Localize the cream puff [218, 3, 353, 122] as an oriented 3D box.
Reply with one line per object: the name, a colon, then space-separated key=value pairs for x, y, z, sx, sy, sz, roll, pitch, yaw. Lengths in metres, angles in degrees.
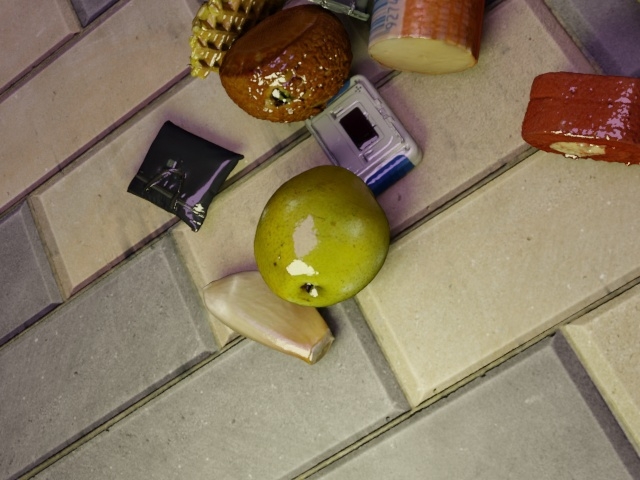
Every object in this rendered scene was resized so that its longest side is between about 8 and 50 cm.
cream puff: x=-0.061 y=-0.370 z=1.820 sx=0.303 sy=0.212 sz=0.303 roll=-23 pitch=31 yaw=15

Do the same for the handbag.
handbag: x=-0.326 y=-0.155 z=1.996 sx=0.254 sy=0.088 sz=0.211 roll=27 pitch=83 yaw=28

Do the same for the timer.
timer: x=0.088 y=-0.228 z=1.834 sx=0.178 sy=0.078 sz=0.253 roll=-38 pitch=64 yaw=10

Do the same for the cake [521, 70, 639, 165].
cake: x=0.519 y=-0.234 z=1.587 sx=0.282 sy=0.177 sz=0.151 roll=15 pitch=83 yaw=28

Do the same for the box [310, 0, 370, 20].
box: x=0.033 y=-0.571 z=1.814 sx=0.163 sy=0.243 sz=0.135 roll=16 pitch=109 yaw=-15

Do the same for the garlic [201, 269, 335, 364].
garlic: x=-0.104 y=0.157 z=1.804 sx=0.318 sy=0.112 sz=0.143 roll=23 pitch=66 yaw=29

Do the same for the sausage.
sausage: x=0.225 y=-0.509 z=1.756 sx=0.233 sy=0.233 sz=0.287 roll=2 pitch=79 yaw=25

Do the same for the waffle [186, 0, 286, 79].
waffle: x=-0.186 y=-0.467 z=1.894 sx=0.058 sy=0.301 sz=0.282 roll=38 pitch=91 yaw=22

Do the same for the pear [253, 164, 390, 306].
pear: x=0.000 y=0.000 z=1.712 sx=0.294 sy=0.294 sz=0.294 roll=-6 pitch=75 yaw=23

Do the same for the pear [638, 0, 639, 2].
pear: x=0.693 y=-0.527 z=1.509 sx=0.309 sy=0.309 sz=0.309 roll=-6 pitch=75 yaw=23
